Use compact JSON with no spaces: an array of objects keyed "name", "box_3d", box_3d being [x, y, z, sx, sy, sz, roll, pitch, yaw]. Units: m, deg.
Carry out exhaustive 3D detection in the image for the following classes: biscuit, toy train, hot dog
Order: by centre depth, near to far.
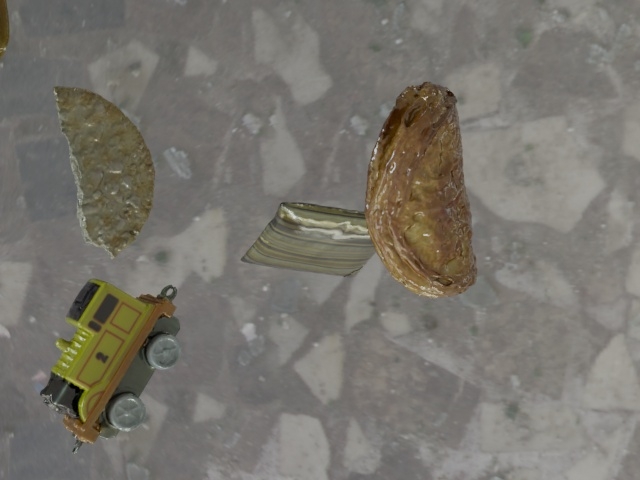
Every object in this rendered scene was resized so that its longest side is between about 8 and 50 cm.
[{"name":"hot dog","box_3d":[0.069,-0.033,0.642,0.065,0.099,0.147,-4,111,21]},{"name":"toy train","box_3d":[-0.242,0.133,1.073,0.127,0.089,0.219,36,76,-26]},{"name":"biscuit","box_3d":[-0.340,-0.117,1.539,0.141,0.038,0.289,-16,104,-26]}]

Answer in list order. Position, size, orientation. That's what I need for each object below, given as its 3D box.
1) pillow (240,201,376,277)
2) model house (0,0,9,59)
[{"name":"pillow","box_3d":[0.000,0.000,1.537,0.208,0.212,0.052,9,62,-20]},{"name":"model house","box_3d":[-0.722,-0.398,1.790,0.173,0.239,0.268,-1,104,18]}]
